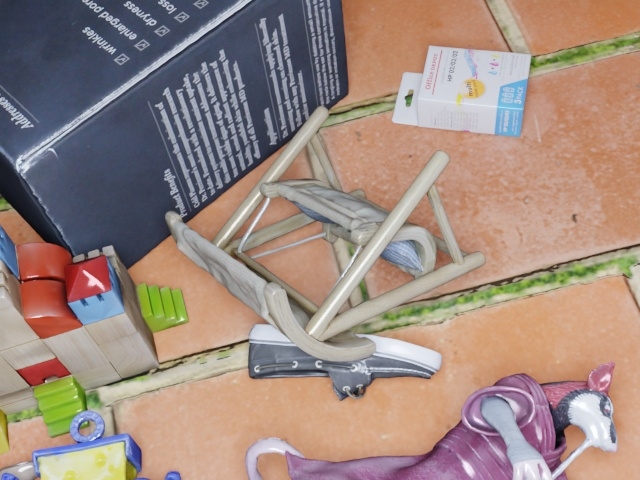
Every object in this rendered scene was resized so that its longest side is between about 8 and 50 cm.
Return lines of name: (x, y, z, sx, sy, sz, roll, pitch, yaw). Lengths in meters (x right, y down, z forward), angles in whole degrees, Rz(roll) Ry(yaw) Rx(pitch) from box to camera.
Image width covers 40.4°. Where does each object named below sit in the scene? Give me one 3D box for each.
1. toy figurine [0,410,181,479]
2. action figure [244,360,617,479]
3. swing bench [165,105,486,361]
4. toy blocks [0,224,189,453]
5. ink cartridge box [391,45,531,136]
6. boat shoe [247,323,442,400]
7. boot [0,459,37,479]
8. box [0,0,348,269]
toy figurine: (-0.219, 0.260, 0.898, 0.362, 0.191, 0.217, -12, 52, -2)
action figure: (0.156, 0.243, 0.886, 0.370, 0.248, 0.276, -37, 33, -15)
swing bench: (0.000, 0.000, 1.000, 0.255, 0.165, 0.253, -38, 37, -15)
toy blocks: (-0.359, 0.090, 0.973, 0.381, 0.261, 0.190, -17, 57, -4)
ink cartridge box: (0.196, -0.211, 1.217, 0.181, 0.061, 0.104, 7, 58, 12)
boat shoe: (0.023, 0.147, 1.003, 0.228, 0.080, 0.076, 7, 76, 8)
boot: (-0.353, 0.301, 0.972, 0.118, 0.042, 0.087, -18, 63, -3)
box: (-0.294, -0.278, 1.182, 0.472, 0.297, 0.480, -40, 62, -19)
